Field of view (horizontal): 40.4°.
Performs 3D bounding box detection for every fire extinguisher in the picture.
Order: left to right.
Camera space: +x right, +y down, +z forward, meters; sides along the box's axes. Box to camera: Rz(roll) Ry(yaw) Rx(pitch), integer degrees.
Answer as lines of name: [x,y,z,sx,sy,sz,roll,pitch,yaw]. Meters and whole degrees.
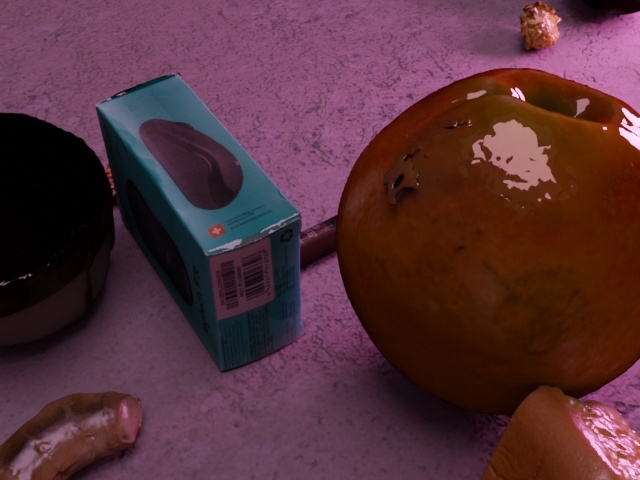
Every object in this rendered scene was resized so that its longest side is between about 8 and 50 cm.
fire extinguisher: [0.000,0.000,1.112,0.158,0.043,0.064,-25,8,-23]

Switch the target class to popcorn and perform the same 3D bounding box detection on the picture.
popcorn: [0.359,-0.353,1.431,0.057,0.083,0.082,-1,62,39]

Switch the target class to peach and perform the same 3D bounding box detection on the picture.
peach: [0.185,0.016,0.870,0.372,0.373,0.290,-16,45,-15]

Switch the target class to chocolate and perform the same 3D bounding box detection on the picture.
chocolate: [-0.378,0.006,1.013,0.283,0.186,0.284,6,47,-6]

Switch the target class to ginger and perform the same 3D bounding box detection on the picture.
ginger: [-0.266,0.212,0.889,0.095,0.069,0.190,43,56,9]

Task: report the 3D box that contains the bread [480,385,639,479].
bread: [0.223,0.246,0.759,0.140,0.160,0.169,18,27,-31]

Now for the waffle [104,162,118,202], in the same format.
waffle: [-0.272,-0.083,1.207,0.075,0.029,0.083,7,43,4]

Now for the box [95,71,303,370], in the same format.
box: [-0.144,-0.027,1.029,0.118,0.205,0.311,-22,50,-23]

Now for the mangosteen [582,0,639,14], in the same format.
mangosteen: [0.555,-0.490,1.484,0.289,0.231,0.231,12,40,-25]
